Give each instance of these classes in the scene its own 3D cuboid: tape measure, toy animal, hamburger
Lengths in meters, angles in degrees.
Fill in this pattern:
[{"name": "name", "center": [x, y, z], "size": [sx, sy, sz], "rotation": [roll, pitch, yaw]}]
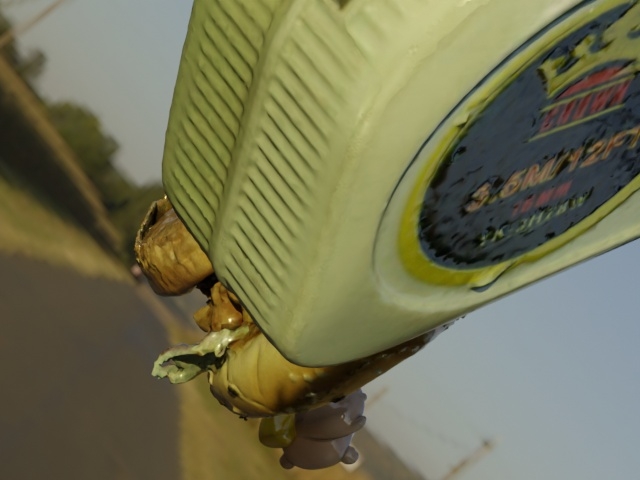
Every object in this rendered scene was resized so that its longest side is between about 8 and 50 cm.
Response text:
[{"name": "tape measure", "center": [0.070, -0.079, 0.609], "size": [0.115, 0.235, 0.207], "rotation": [51, -33, 28]}, {"name": "toy animal", "center": [0.006, 0.171, 1.783], "size": [0.082, 0.114, 0.091], "rotation": [59, 29, -23]}, {"name": "hamburger", "center": [0.000, 0.000, 1.464], "size": [0.195, 0.277, 0.318], "rotation": [55, 34, -5]}]
